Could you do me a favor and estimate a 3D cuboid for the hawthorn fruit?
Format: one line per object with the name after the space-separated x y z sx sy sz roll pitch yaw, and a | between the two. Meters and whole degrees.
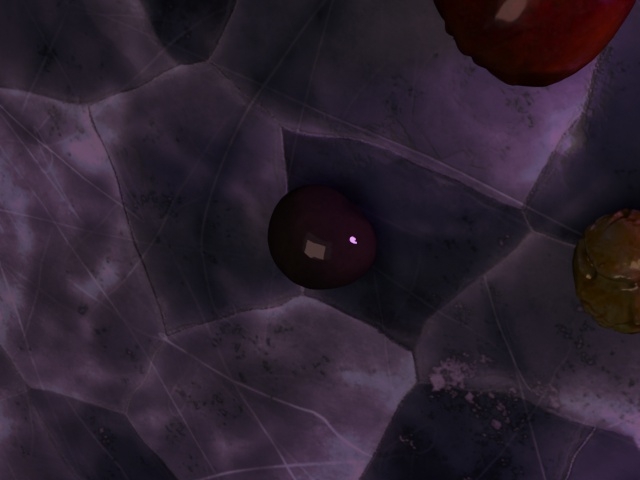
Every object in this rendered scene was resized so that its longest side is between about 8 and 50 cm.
0.349 -0.405 1.741 0.325 0.308 0.308 -42 93 9 | hawthorn fruit

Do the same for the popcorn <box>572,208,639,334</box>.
0.543 0.053 1.934 0.204 0.184 0.221 35 132 42 | popcorn

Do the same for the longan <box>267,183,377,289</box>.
0.000 0.000 2.138 0.220 0.196 0.196 35 123 3 | longan
